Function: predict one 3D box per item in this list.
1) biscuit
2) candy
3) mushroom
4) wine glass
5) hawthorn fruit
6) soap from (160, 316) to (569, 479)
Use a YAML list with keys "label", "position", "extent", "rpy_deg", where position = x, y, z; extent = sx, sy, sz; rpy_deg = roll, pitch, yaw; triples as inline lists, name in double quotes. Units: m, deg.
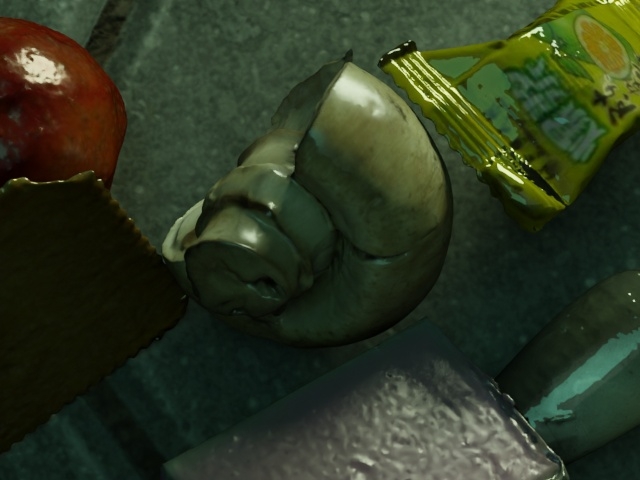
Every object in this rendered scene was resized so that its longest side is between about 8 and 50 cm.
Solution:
- label: "biscuit"
  position: [-0.239, 0.059, 1.243]
  extent: [0.237, 0.232, 0.013]
  rpy_deg: [-38, 46, -4]
- label: "candy"
  position: [0.200, -0.131, 1.258]
  extent: [0.297, 0.081, 0.187]
  rpy_deg: [-33, 74, -37]
- label: "mushroom"
  position: [0.000, 0.000, 1.222]
  extent: [0.189, 0.253, 0.195]
  rpy_deg: [37, 42, -8]
- label: "wine glass"
  position: [0.237, 0.089, 1.234]
  extent: [0.204, 0.111, 0.111]
  rpy_deg: [-38, 75, -4]
- label: "hawthorn fruit"
  position: [-0.268, -0.080, 1.255]
  extent: [0.205, 0.253, 0.205]
  rpy_deg: [2, 96, 15]
- label: "soap"
  position: [0.031, 0.189, 1.159]
  extent: [0.259, 0.081, 0.181]
  rpy_deg: [-28, 58, -27]
